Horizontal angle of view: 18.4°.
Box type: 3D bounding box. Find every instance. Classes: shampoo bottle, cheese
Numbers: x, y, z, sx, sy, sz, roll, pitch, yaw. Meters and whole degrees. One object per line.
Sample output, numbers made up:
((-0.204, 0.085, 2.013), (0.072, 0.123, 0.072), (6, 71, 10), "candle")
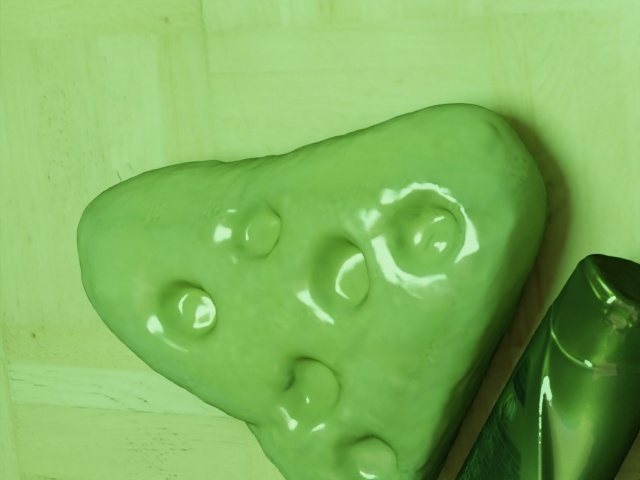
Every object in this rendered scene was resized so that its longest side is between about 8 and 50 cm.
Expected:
((0.157, 0.171, 1.442), (0.350, 0.084, 0.125), (-66, 29, 25), "shampoo bottle")
((0.000, 0.000, 1.486), (0.351, 0.129, 0.328), (41, 121, 15), "cheese")
